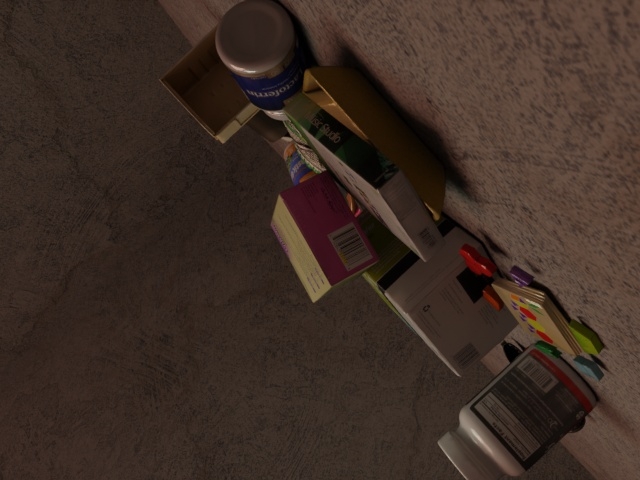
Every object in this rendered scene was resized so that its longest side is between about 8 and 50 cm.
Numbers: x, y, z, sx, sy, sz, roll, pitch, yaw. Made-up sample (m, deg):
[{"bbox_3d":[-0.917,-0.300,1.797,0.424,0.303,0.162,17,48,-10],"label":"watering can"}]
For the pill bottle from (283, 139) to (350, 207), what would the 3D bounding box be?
[{"bbox_3d":[-0.005,-0.181,1.862,0.152,0.152,0.272,49,-163,-58],"label":"pill bottle"}]

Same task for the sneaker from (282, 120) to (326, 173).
[{"bbox_3d":[-0.029,-0.284,1.469,0.343,0.134,0.146,48,178,-7],"label":"sneaker"}]

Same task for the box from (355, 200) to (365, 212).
[{"bbox_3d":[0.149,-0.094,1.812,0.231,0.056,0.183,64,-179,11],"label":"box"}]

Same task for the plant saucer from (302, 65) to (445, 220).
[{"bbox_3d":[0.105,-0.185,1.158,0.333,0.081,0.333,48,179,-4],"label":"plant saucer"}]

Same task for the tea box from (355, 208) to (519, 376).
[{"bbox_3d":[0.254,0.090,1.454,0.329,0.220,0.323,49,179,-41],"label":"tea box"}]

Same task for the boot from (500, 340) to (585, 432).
[{"bbox_3d":[0.643,0.429,1.801,0.229,0.091,0.263,48,-179,-35],"label":"boot"}]

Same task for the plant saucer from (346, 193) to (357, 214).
[{"bbox_3d":[0.077,-0.163,2.187,0.200,0.037,0.200,48,148,46],"label":"plant saucer"}]

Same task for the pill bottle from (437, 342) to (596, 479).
[{"bbox_3d":[0.482,0.448,1.529,0.210,0.363,0.210,48,180,1],"label":"pill bottle"}]

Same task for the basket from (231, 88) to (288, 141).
[{"bbox_3d":[-0.204,-0.448,2.037,0.227,0.154,0.204,40,-135,-33],"label":"basket"}]

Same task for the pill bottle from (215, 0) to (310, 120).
[{"bbox_3d":[-0.102,-0.356,1.252,0.153,0.153,0.265,47,180,17],"label":"pill bottle"}]

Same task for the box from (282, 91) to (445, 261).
[{"bbox_3d":[0.076,-0.120,1.117,0.322,0.058,0.232,45,178,42],"label":"box"}]

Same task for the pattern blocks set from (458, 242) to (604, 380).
[{"bbox_3d":[0.420,0.143,1.188,0.285,0.026,0.325,32,165,52],"label":"pattern blocks set"}]

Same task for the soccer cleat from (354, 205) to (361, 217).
[{"bbox_3d":[0.122,-0.131,2.346,0.331,0.143,0.116,171,93,-68],"label":"soccer cleat"}]

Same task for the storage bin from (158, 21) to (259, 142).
[{"bbox_3d":[-0.297,-0.473,1.850,0.260,0.262,0.123,47,180,25],"label":"storage bin"}]

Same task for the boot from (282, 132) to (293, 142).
[{"bbox_3d":[-0.047,-0.326,2.113,0.176,0.088,0.244,46,176,-36],"label":"boot"}]

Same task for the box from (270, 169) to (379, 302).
[{"bbox_3d":[0.000,0.000,1.313,0.214,0.117,0.243,60,165,8],"label":"box"}]
